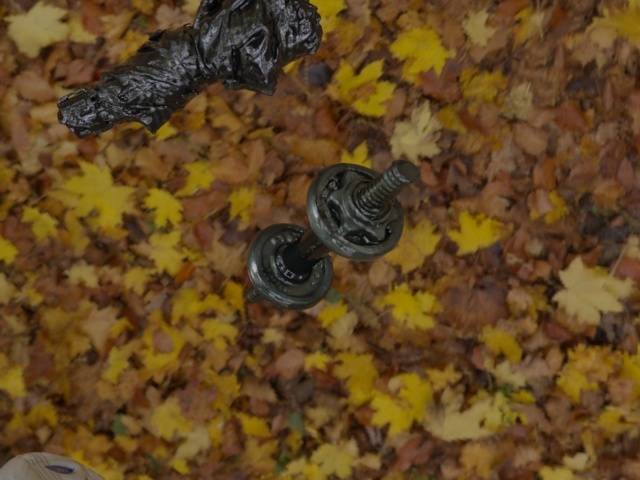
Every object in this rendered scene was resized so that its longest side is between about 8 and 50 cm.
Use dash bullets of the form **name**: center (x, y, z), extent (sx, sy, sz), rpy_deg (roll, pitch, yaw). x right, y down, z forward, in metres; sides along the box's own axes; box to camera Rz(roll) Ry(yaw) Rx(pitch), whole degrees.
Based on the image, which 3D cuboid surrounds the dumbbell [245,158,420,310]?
- **dumbbell**: center (0.000, 0.000, 0.755), extent (0.081, 0.081, 0.254), rpy_deg (44, 142, -5)

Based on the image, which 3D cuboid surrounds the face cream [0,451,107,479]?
- **face cream**: center (-0.265, 0.316, 0.974), extent (0.206, 0.206, 0.111), rpy_deg (39, 94, -2)

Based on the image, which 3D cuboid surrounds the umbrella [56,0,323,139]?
- **umbrella**: center (-0.153, -0.204, 1.172), extent (0.337, 0.128, 0.154), rpy_deg (-37, 74, 2)
